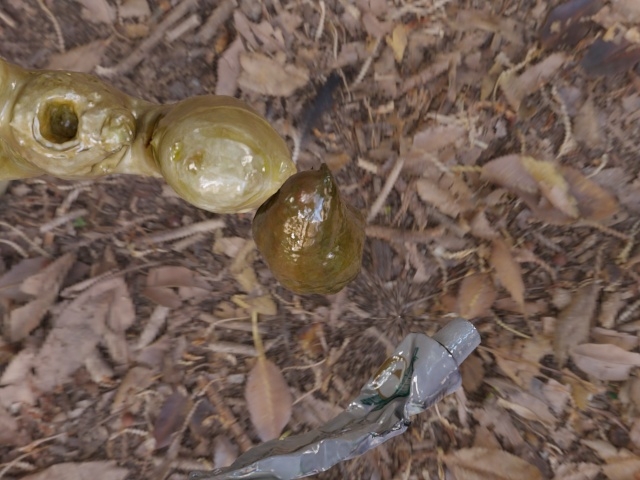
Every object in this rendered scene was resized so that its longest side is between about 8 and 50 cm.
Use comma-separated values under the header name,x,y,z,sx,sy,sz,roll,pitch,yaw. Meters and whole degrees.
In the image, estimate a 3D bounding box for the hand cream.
name,x,y,z,sx,sy,sz,roll,pitch,yaw
hand cream,0.006,0.115,0.679,0.257,0.084,0.050,-25,97,-31

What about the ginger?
name,x,y,z,sx,sy,sz,roll,pitch,yaw
ginger,-0.197,-0.100,0.935,0.363,0.348,0.122,8,91,-1

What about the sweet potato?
name,x,y,z,sx,sy,sz,roll,pitch,yaw
sweet potato,-0.001,0.001,0.528,0.053,0.182,0.054,-33,87,3
